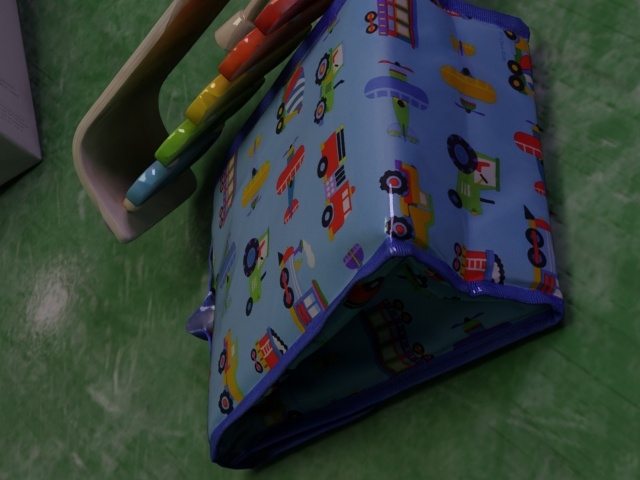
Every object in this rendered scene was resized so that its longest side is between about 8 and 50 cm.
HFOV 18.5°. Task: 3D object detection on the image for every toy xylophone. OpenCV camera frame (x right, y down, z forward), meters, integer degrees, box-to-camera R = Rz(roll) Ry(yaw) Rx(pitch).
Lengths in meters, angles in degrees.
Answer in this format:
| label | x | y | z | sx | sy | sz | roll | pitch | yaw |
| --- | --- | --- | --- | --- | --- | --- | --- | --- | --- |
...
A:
| label | x | y | z | sx | sy | sz | roll | pitch | yaw |
| --- | --- | --- | --- | --- | --- | --- | --- | --- | --- |
| toy xylophone | -0.045 | -0.147 | 1.360 | 0.322 | 0.081 | 0.236 | -47 | -2 | 42 |

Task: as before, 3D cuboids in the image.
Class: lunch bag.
| label | x | y | z | sx | sy | sz | roll | pitch | yaw |
| --- | --- | --- | --- | --- | --- | --- | --- | --- | --- |
| lunch bag | 0.000 | 0.000 | 1.249 | 0.293 | 0.138 | 0.221 | -37 | 43 | 41 |

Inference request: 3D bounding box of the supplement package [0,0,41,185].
| label | x | y | z | sx | sy | sz | roll | pitch | yaw |
| --- | --- | --- | --- | --- | --- | --- | --- | --- | --- |
| supplement package | -0.378 | -0.178 | 1.708 | 0.177 | 0.175 | 0.293 | -29 | 54 | 22 |
